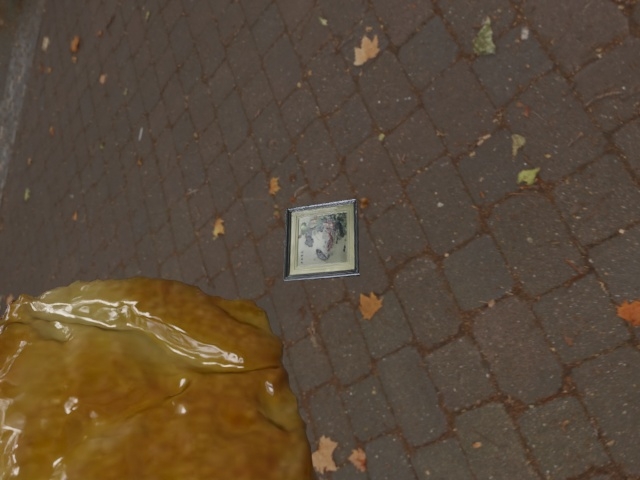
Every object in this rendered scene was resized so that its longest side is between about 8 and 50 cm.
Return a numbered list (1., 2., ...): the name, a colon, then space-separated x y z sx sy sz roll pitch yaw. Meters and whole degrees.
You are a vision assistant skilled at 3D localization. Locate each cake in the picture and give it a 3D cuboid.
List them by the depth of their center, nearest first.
1. cake: -0.168 0.230 0.346 0.314 0.293 0.307 -105 33 -53

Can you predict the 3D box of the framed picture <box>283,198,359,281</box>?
1. framed picture: 0.000 0.000 1.209 0.199 0.010 0.195 -6 70 20
